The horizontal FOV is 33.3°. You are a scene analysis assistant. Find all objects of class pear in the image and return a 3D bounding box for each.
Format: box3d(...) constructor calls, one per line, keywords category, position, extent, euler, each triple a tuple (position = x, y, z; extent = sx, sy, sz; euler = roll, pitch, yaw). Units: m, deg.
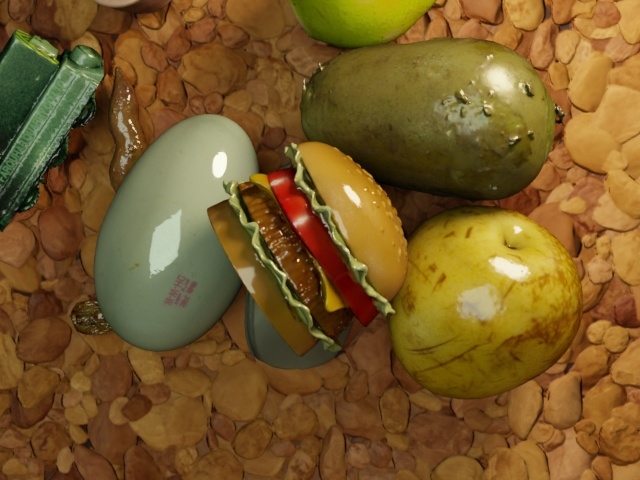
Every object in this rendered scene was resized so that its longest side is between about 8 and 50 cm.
box3d(category="pear", position=(0.069, -0.374, 1.533), extent=(0.220, 0.187, 0.187), euler=(-19, 91, 17))
box3d(category="pear", position=(0.223, 0.087, 1.509), extent=(0.281, 0.281, 0.280), euler=(1, 96, 12))

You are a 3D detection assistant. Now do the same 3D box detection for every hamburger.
box3d(category="hamburger", position=(0.000, 0.000, 1.407), extent=(0.212, 0.274, 0.274), euler=(-32, 88, 2))

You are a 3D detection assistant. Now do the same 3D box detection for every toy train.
box3d(category="toy train", position=(-0.475, -0.181, 1.672), extent=(0.178, 0.138, 0.330), euler=(31, 102, -20))

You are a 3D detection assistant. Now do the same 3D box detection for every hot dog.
box3d(category="hot dog", position=(-0.372, 0.125, 1.755), extent=(0.083, 0.035, 0.058), euler=(-6, 98, 13))

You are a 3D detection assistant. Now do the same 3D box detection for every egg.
box3d(category="egg", position=(-0.210, -0.012, 1.607), extent=(0.230, 0.230, 0.371), euler=(21, 95, 10))

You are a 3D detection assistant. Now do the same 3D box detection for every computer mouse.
box3d(category="computer mouse", position=(-0.014, 0.036, 1.598), extent=(0.197, 0.095, 0.331), euler=(1, 102, -30))

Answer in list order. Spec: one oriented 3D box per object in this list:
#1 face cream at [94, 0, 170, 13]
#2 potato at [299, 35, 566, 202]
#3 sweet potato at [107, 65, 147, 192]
box3d(category="face cream", position=(-0.295, -0.427, 1.646), extent=(0.149, 0.104, 0.149), euler=(1, 96, 13))
box3d(category="potato", position=(0.153, -0.175, 1.505), extent=(0.359, 0.270, 0.219), euler=(8, 85, 28))
box3d(category="sweet potato", position=(-0.307, -0.167, 1.703), extent=(0.065, 0.051, 0.218), euler=(2, 96, 15))
